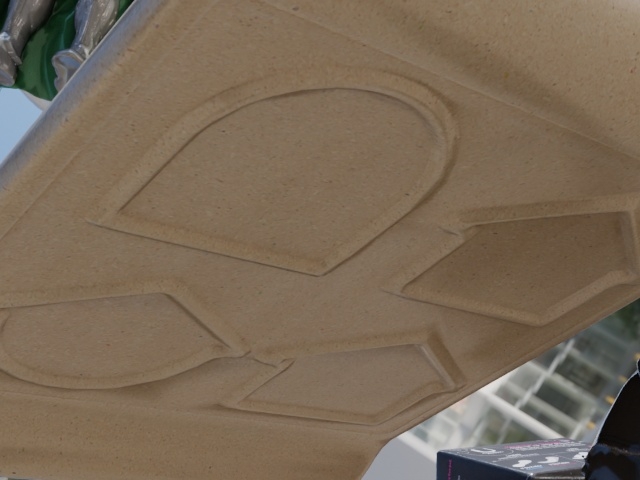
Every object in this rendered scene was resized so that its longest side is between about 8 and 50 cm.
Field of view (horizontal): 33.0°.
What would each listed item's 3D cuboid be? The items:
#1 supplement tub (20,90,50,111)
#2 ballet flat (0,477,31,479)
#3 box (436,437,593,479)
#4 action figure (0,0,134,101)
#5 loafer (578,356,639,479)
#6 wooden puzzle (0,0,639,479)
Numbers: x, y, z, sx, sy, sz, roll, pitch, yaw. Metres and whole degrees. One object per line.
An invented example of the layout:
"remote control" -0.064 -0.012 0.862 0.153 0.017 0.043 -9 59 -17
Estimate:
"supplement tub" -0.122 -0.251 0.955 0.338 0.207 0.207 -56 -17 -44
"ballet flat" -0.240 0.272 1.009 0.139 0.139 0.400 -43 -37 -37
"box" 0.205 0.315 0.985 0.163 0.142 0.247 1 -90 -30
"action figure" -0.115 -0.180 0.569 0.063 0.137 0.232 88 -167 -63
"loafer" 0.168 0.137 0.378 0.080 0.220 0.078 15 -54 -40
"wooden puzzle" 0.000 0.000 0.480 0.322 0.081 0.348 14 -44 -39
